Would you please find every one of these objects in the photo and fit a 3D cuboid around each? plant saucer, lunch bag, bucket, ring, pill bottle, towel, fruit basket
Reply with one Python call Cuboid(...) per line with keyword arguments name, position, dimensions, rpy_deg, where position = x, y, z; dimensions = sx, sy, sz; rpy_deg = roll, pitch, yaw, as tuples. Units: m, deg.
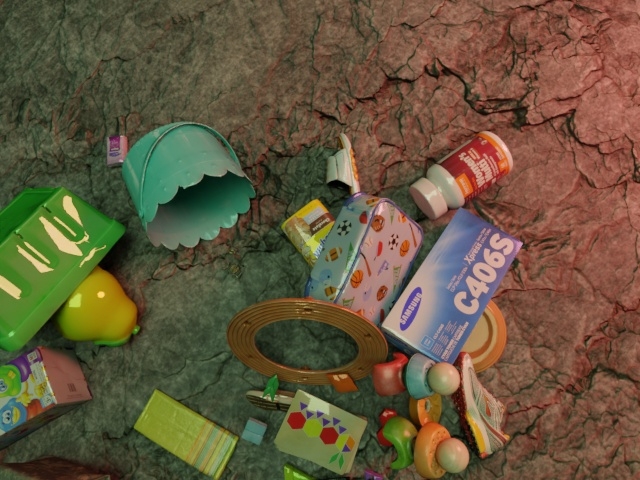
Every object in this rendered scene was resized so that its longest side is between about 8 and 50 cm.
Cuboid(name="plant saucer", position=(0.326, 0.205, 1.108), dimensions=(0.199, 0.037, 0.200), rpy_deg=(-1, 77, 5))
Cuboid(name="lunch bag", position=(-0.591, 0.624, 1.004), dimensions=(0.235, 0.169, 0.287), rpy_deg=(-3, 76, 33))
Cuboid(name="bucket", position=(-0.312, -0.130, 1.138), dimensions=(0.281, 0.281, 0.183), rpy_deg=(-35, 72, -3))
Cuboid(name="ring", position=(-0.029, 0.214, 1.012), dimensions=(0.336, 0.337, 0.032), rpy_deg=(1, 48, 6))
Cuboid(name="pill bottle", position=(0.330, -0.151, 1.148), dimensions=(0.221, 0.121, 0.121), rpy_deg=(-35, 76, -3))
Cuboid(name="towel", position=(-0.311, 0.447, 1.125), dimensions=(0.237, 0.021, 0.102), rpy_deg=(26, 75, 12))
Cuboid(name="fruit basket", position=(-0.605, 0.104, 1.125), dimensions=(0.282, 0.392, 0.393), rpy_deg=(3, 76, 32))
Cuboid(name="lunch bag", position=(0.102, 0.065, 1.073), dimensions=(0.114, 0.243, 0.304), rpy_deg=(19, 79, 43))

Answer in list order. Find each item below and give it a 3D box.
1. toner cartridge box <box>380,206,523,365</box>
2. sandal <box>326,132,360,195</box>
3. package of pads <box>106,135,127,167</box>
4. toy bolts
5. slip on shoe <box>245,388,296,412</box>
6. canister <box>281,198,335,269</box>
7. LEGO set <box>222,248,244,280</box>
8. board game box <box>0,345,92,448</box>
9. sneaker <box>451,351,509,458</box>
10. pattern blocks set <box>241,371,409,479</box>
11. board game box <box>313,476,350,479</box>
Cuboid(name="toner cartridge box", position=(0.291, 0.106, 1.076), dimensions=(0.165, 0.075, 0.348), rpy_deg=(31, 69, 16))
Cuboid(name="sandal", position=(0.055, -0.136, 1.182), dimensions=(0.076, 0.102, 0.266), rpy_deg=(-11, 78, 0))
Cuboid(name="package of pads", position=(-0.544, -0.238, 1.300), dimensions=(0.050, 0.032, 0.083), rpy_deg=(-7, 76, 1))
Cuboid(name="toy bolts", position=(0.227, 0.324, 0.963), dimensions=(0.158, 0.218, 0.229), rpy_deg=(-8, 101, 42))
Cuboid(name="slip on shoe", position=(-0.104, 0.361, 1.114), dimensions=(0.135, 0.052, 0.041), rpy_deg=(4, 37, 15))
Cuboid(name="canister", position=(0.000, 0.000, 1.171), dimensions=(0.126, 0.073, 0.170), rpy_deg=(-38, 75, -4))
Cuboid(name="LEGO set", position=(-0.213, 0.063, 1.206), dimensions=(0.054, 0.023, 0.083), rpy_deg=(8, 65, 5))
Cuboid(name="board game box", position=(-0.708, 0.374, 1.116), dimensions=(0.275, 0.144, 0.142), rpy_deg=(-29, 75, -3))
Cuboid(name="sneaker", position=(0.340, 0.346, 1.049), dimensions=(0.092, 0.088, 0.226), rpy_deg=(-18, 93, -8))
Cuboid(name="pattern blocks set", position=(0.005, 0.421, 1.063), dimensions=(0.324, 0.026, 0.286), rpy_deg=(33, 95, 1))
Cuboid(name="board game box", position=(0.013, 0.610, 1.036), dimensions=(0.126, 0.026, 0.186), rpy_deg=(-8, 85, 4))
